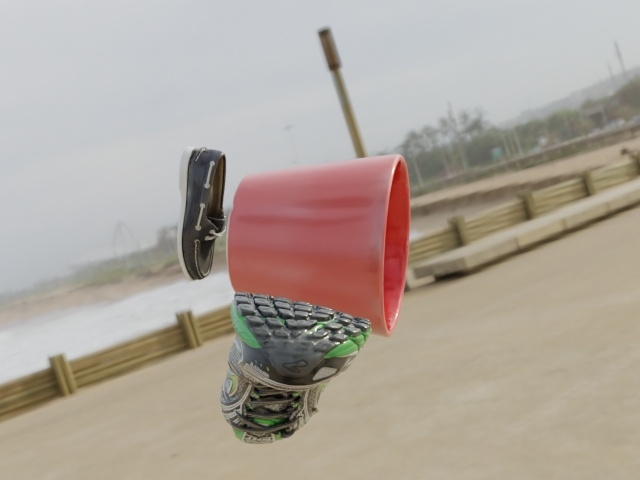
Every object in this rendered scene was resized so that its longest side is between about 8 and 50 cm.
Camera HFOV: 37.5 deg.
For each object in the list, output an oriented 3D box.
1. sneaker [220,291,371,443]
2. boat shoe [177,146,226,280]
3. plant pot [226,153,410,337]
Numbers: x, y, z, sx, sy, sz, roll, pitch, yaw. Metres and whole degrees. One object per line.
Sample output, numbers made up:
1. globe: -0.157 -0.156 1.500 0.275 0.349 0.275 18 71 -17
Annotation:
1. sneaker: -0.033 0.137 0.945 0.134 0.146 0.343 11 -11 -2
2. boat shoe: -0.104 -0.022 0.852 0.038 0.125 0.046 6 12 17
3. plant pot: 0.000 0.000 1.440 0.243 0.275 0.275 4 7 14
